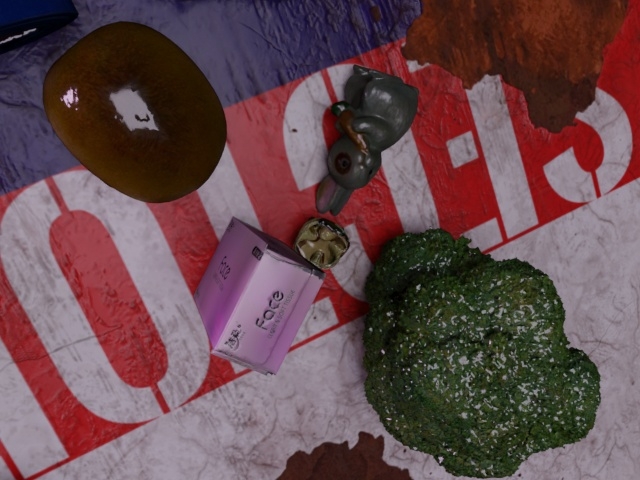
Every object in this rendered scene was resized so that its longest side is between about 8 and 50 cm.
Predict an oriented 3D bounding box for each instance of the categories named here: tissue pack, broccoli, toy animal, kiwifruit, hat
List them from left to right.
[{"bbox_3d":[-0.229,-0.157,0.788,0.196,0.196,0.234,-39,116,-8],"label":"kiwifruit"},{"bbox_3d":[-0.096,0.066,0.841,0.092,0.246,0.149,26,91,-21],"label":"tissue pack"},{"bbox_3d":[0.000,0.000,0.963,0.077,0.059,0.076,32,105,-16],"label":"hat"},{"bbox_3d":[0.069,-0.144,0.931,0.138,0.108,0.236,9,98,-20],"label":"toy animal"},{"bbox_3d":[0.222,0.185,0.949,0.413,0.310,0.321,34,81,14],"label":"broccoli"}]

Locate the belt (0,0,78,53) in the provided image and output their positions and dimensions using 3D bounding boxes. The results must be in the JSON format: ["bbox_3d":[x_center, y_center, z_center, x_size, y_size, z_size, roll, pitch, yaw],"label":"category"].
[{"bbox_3d":[-0.460,-0.243,0.683,0.347,0.212,0.117,-27,109,-16],"label":"belt"}]
